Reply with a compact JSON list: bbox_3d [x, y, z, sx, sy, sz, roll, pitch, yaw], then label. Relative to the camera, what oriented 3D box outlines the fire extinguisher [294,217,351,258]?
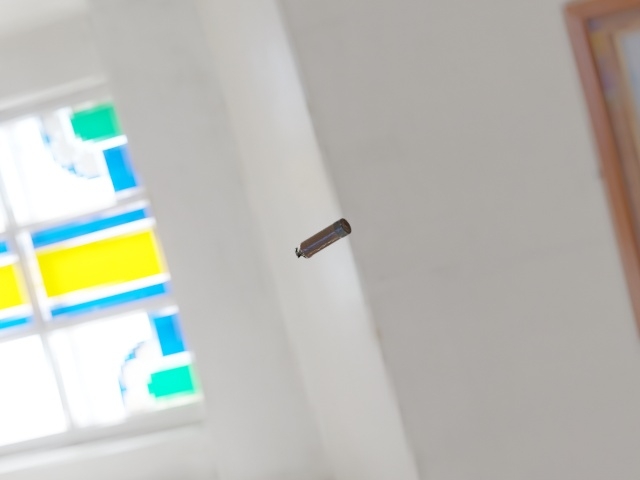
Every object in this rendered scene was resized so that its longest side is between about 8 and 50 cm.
[{"bbox_3d":[0.000,0.000,2.105,0.022,0.083,0.028,50,-151,-16],"label":"fire extinguisher"}]
